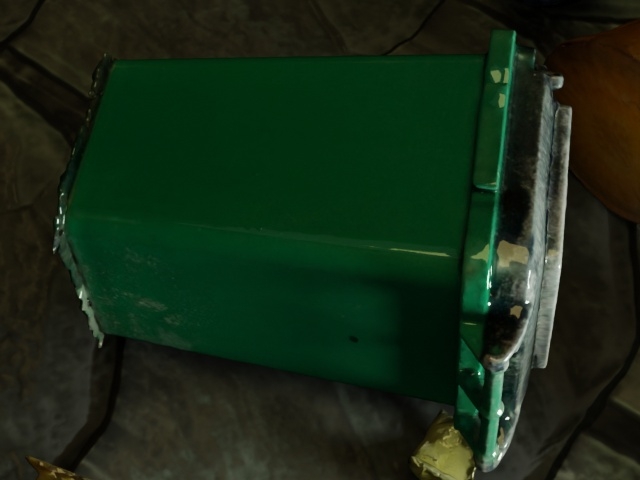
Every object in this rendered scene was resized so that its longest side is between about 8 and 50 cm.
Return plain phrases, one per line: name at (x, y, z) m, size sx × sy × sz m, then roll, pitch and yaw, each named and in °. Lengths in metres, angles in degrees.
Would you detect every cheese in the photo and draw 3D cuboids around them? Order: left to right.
cheese at (0.105, 0.179, 1.114) m, size 0.060 × 0.041 × 0.084 m, roll 26°, pitch 38°, yaw 7°

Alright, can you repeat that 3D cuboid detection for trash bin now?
trash bin at (0.000, 0.000, 1.097) m, size 0.381 × 0.259 × 0.295 m, roll 5°, pitch 56°, yaw 9°

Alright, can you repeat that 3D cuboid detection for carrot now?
carrot at (0.351, -0.148, 1.221) m, size 0.254 × 0.196 × 0.196 m, roll -31°, pitch 66°, yaw -21°

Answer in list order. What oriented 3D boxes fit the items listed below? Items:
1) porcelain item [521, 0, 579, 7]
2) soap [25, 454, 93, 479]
porcelain item at (0.170, -0.339, 1.351) m, size 0.186 × 0.138 × 0.288 m, roll -32°, pitch 65°, yaw -14°
soap at (-0.149, 0.346, 0.943) m, size 0.339 × 0.169 × 0.304 m, roll 19°, pitch 52°, yaw 10°
